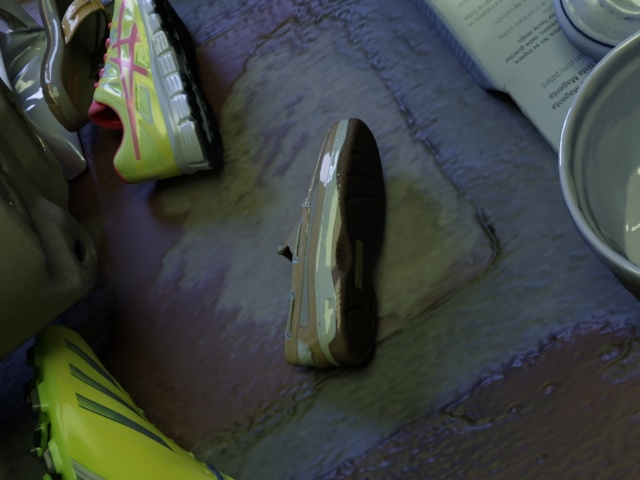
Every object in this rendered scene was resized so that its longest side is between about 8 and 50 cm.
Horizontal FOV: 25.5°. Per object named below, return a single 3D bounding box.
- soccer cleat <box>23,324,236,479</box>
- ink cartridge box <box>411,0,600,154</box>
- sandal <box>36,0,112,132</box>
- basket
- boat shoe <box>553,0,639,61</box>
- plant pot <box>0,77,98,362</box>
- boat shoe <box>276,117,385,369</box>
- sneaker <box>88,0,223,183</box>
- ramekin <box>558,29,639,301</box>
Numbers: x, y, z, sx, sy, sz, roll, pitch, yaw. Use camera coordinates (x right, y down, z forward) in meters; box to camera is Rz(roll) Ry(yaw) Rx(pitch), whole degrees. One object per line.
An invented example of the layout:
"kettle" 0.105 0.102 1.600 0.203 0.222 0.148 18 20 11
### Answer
"soccer cleat" -0.124 0.168 0.981 0.121 0.093 0.289 -15 48 -22
"ink cartridge box" 0.200 -0.274 1.053 0.324 0.071 0.330 -38 86 -1
"sandal" -0.199 -0.171 1.179 0.049 0.072 0.180 -19 55 20
"basket" -0.279 -0.119 1.167 0.103 0.113 0.167 -28 57 11
"boat shoe" 0.332 -0.213 0.920 0.367 0.156 0.135 -13 81 8
"plant pot" -0.336 0.017 0.980 0.305 0.334 0.334 -30 56 5
"boat shoe" 0.000 0.000 1.021 0.072 0.068 0.190 -9 60 30
"sneaker" -0.150 -0.134 1.141 0.094 0.081 0.208 -24 58 11
"ramekin" 0.264 -0.039 0.907 0.207 0.109 0.207 -9 61 17
